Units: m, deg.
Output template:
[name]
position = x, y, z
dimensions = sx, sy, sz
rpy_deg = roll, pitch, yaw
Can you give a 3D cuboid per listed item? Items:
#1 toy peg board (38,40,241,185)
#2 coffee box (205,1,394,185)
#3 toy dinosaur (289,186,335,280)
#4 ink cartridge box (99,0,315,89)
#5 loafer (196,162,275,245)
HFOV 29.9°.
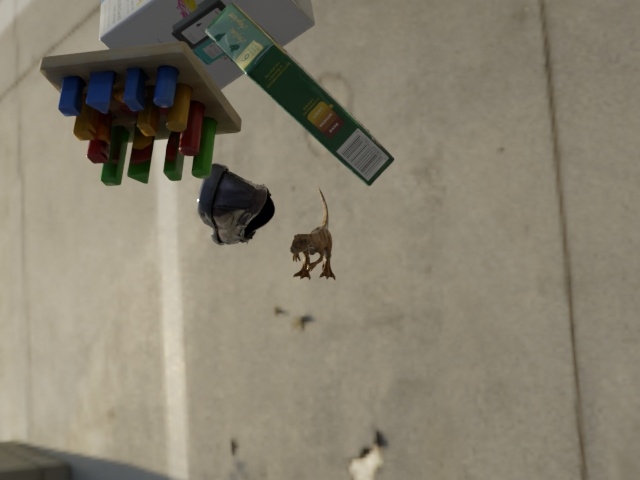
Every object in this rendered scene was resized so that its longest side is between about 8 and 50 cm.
[toy peg board]
position = -0.186, -0.122, 1.235
dimensions = 0.161, 0.161, 0.079
rpy_deg = 54, -144, -60
[coffee box]
position = -0.017, -0.134, 1.102
dimensions = 0.040, 0.184, 0.113
rpy_deg = -46, 37, 6
[toy dinosaur]
position = 0.000, 0.000, 1.840
dimensions = 0.211, 0.064, 0.112
rpy_deg = -59, -24, -71
[ink cartridge box]
position = -0.177, -0.377, 1.862
dimensions = 0.270, 0.197, 0.198
rpy_deg = -31, 40, 20
[loafer]
position = -0.111, -0.041, 1.779
dimensions = 0.302, 0.095, 0.109
rpy_deg = 53, -127, -81
